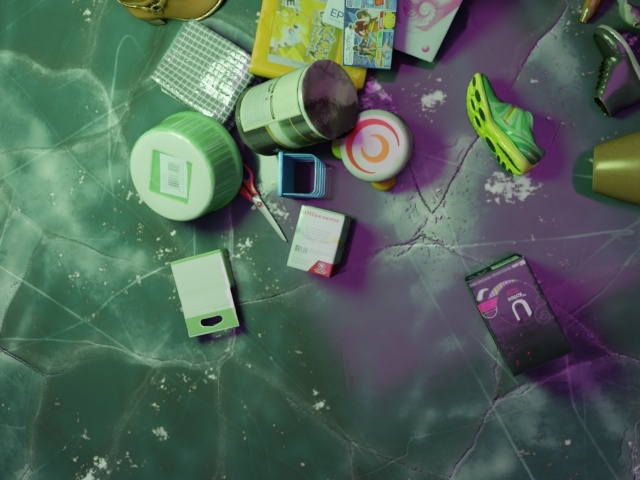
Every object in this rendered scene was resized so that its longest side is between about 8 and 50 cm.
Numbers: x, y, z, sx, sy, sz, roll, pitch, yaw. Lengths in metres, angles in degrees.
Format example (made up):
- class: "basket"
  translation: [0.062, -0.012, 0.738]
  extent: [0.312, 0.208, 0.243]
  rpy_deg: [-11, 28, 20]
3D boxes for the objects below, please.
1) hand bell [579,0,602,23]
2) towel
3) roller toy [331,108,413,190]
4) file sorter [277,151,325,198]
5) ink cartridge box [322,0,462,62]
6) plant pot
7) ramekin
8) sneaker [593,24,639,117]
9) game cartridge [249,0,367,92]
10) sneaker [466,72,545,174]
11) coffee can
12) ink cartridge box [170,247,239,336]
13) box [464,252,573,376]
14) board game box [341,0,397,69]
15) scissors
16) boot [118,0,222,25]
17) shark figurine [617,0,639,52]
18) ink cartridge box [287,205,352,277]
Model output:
- class: "hand bell"
  translation: [0.733, -0.678, 1.459]
  extent: [0.126, 0.126, 0.242]
  rpy_deg: [27, 110, 10]
- class: "towel"
  translation: [-0.330, -0.486, 1.668]
  extent: [0.283, 0.121, 0.235]
  rpy_deg: [34, 97, 10]
- class: "roller toy"
  translation: [0.158, -0.258, 1.555]
  extent: [0.209, 0.146, 0.191]
  rpy_deg: [43, 108, 2]
- class: "file sorter"
  translation: [-0.049, -0.178, 1.590]
  extent: [0.104, 0.170, 0.118]
  rpy_deg: [2, 92, 10]
- class: "ink cartridge box"
  translation: [0.204, -0.658, 1.445]
  extent: [0.324, 0.071, 0.330]
  rpy_deg: [18, 134, -5]
- class: "plant pot"
  translation: [0.807, -0.175, 1.393]
  extent: [0.254, 0.237, 0.237]
  rpy_deg: [2, 92, 26]
- class: "ramekin"
  translation: [-0.388, -0.202, 1.620]
  extent: [0.303, 0.148, 0.303]
  rpy_deg: [8, 116, 17]
- class: "sneaker"
  translation: [0.735, -0.433, 1.458]
  extent: [0.118, 0.083, 0.222]
  rpy_deg: [-31, 86, 12]
- class: "game cartridge"
  translation: [-0.013, -0.569, 1.584]
  extent: [0.323, 0.052, 0.285]
  rpy_deg: [11, 94, -6]
- class: "sneaker"
  translation: [0.489, -0.315, 1.517]
  extent: [0.123, 0.109, 0.295]
  rpy_deg: [-27, 84, -11]
- class: "coffee can"
  translation: [-0.066, -0.344, 1.511]
  extent: [0.275, 0.201, 0.201]
  rpy_deg: [-4, 91, 47]
- class: "ink cartridge box"
  translation: [-0.340, 0.156, 1.720]
  extent: [0.171, 0.056, 0.235]
  rpy_deg: [-15, 91, 13]
- class: "box"
  translation: [0.510, 0.189, 1.491]
  extent: [0.165, 0.143, 0.270]
  rpy_deg: [-27, 86, 12]
- class: "board game box"
  translation: [0.126, -0.551, 1.490]
  extent: [0.136, 0.035, 0.201]
  rpy_deg: [7, 136, 5]
- class: "scissors"
  translation: [-0.185, -0.128, 1.695]
  extent: [0.297, 0.021, 0.109]
  rpy_deg: [40, 97, 10]
- class: "boot"
  translation: [-0.436, -0.712, 1.633]
  extent: [0.283, 0.220, 0.109]
  rpy_deg: [-6, 90, 12]
- class: "shark figurine"
  translation: [0.783, -0.585, 1.422]
  extent: [0.166, 0.278, 0.116]
  rpy_deg: [-57, 37, 36]
- class: "ink cartridge box"
  translation: [0.000, 0.000, 1.604]
  extent: [0.128, 0.127, 0.176]
  rpy_deg: [16, 95, 12]
